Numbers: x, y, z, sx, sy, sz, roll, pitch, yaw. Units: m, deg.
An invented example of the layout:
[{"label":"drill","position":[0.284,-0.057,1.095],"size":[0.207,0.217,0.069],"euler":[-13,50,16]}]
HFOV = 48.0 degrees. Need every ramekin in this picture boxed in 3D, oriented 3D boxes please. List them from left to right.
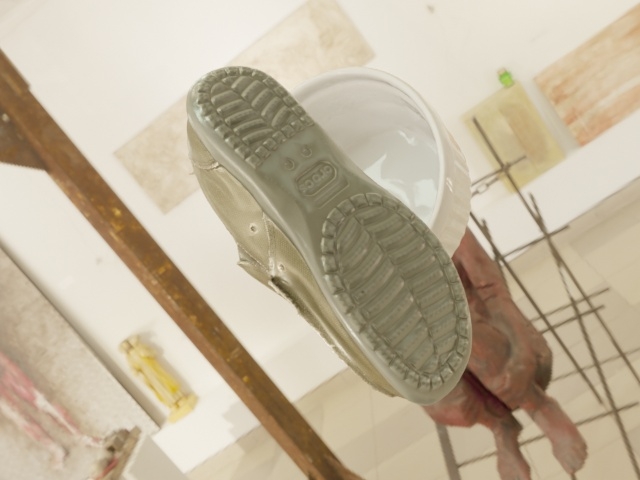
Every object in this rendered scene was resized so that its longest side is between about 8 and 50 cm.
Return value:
[{"label":"ramekin","position":[0.038,-0.042,0.655],"size":[0.207,0.207,0.109],"euler":[-32,-23,23]}]

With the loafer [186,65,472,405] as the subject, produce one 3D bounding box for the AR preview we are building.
[{"label":"loafer","position":[0.000,0.000,0.472],"size":[0.094,0.251,0.087],"euler":[-31,-10,-32]}]
